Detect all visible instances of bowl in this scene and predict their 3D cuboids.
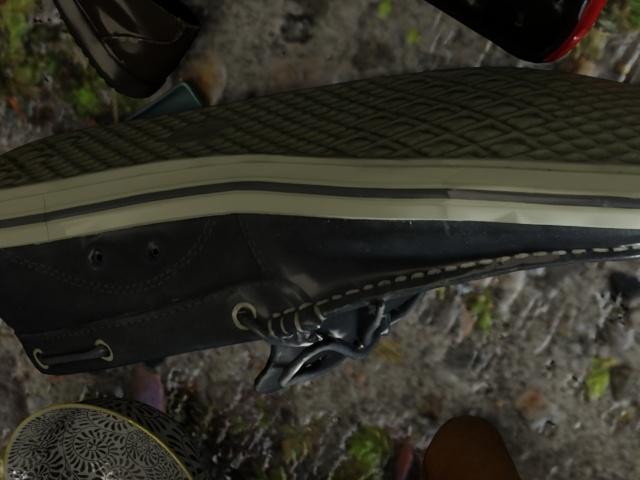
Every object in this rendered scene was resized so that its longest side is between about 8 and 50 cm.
[{"bbox_3d":[-0.142,0.177,1.111,0.170,0.080,0.170,10,116,20],"label":"bowl"}]

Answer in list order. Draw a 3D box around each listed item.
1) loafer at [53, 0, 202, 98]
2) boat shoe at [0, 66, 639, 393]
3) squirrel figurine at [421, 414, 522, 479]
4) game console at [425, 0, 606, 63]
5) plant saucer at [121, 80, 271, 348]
[{"bbox_3d":[-0.148,-0.198,0.948,0.078,0.080,0.220,-31,103,23],"label":"loafer"},{"bbox_3d":[0.000,0.000,0.896,0.500,0.187,0.156,-6,109,27],"label":"boat shoe"},{"bbox_3d":[-0.041,0.328,0.899,0.370,0.397,0.281,0,126,-16],"label":"squirrel figurine"},{"bbox_3d":[0.047,-0.324,0.811,0.386,0.060,0.342,34,128,8],"label":"game console"},{"bbox_3d":[-0.058,-0.016,1.019,0.067,0.018,0.192,-29,98,33],"label":"plant saucer"}]
